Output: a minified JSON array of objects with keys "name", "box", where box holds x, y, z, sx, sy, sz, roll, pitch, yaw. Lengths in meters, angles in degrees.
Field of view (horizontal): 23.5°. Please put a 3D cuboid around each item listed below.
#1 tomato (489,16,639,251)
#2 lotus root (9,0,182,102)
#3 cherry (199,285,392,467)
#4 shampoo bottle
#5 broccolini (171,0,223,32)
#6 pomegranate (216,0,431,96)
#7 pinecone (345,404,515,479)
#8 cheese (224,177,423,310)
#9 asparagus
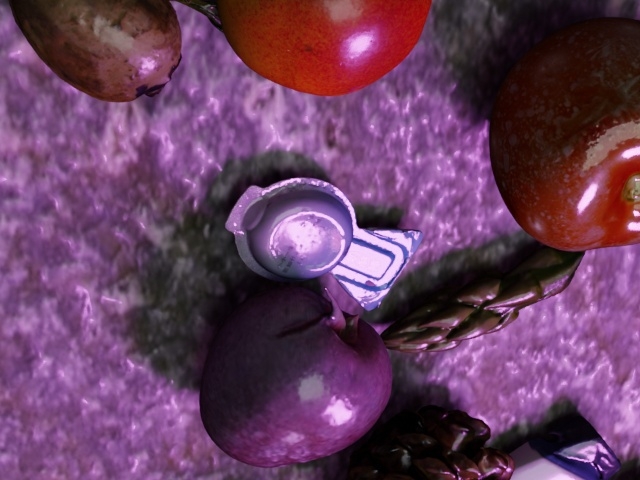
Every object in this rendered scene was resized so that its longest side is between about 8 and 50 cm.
[{"name":"tomato","box":[0.313,-0.125,1.719,0.270,0.223,0.270,-17,145,-13]},{"name":"lotus root","box":[-0.229,-0.219,1.488,0.214,0.138,0.138,38,100,-20]},{"name":"cherry","box":[-0.026,0.156,1.767,0.213,0.184,0.266,34,118,-26]},{"name":"shampoo bottle","box":[0.233,0.371,2.071,0.359,0.078,0.134,-38,123,2]},{"name":"broccolini","box":[-0.139,-0.251,1.567,0.218,0.044,0.042,26,122,-28]},{"name":"pomegranate","box":[-0.017,-0.258,1.502,0.256,0.221,0.221,13,118,5]},{"name":"pinecone","box":[0.135,0.317,1.904,0.243,0.257,0.243,0,137,0]},{"name":"cheese","box":[0.000,0.000,1.763,0.244,0.052,0.135,22,111,-33]},{"name":"asparagus","box":[0.200,0.078,1.883,0.287,0.080,0.080,-20,125,-10]}]
